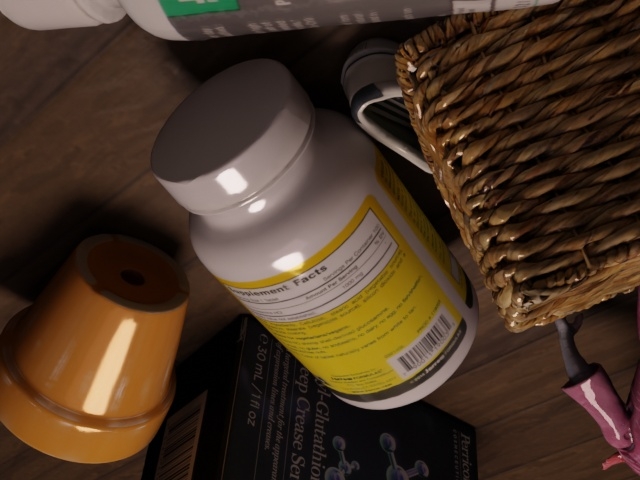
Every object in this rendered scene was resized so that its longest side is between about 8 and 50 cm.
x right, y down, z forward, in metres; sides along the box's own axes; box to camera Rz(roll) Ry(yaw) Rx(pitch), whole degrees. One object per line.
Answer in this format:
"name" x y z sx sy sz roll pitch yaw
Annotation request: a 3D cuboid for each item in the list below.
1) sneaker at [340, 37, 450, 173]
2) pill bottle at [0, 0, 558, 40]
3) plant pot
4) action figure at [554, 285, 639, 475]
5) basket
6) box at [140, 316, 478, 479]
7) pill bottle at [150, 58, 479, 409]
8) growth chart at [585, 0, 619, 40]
"sneaker" 0.132 -0.086 0.796 0.258 0.091 0.094 20 135 -16
"pill bottle" -0.029 -0.236 0.566 0.361 0.204 0.204 -4 137 9
"plant pot" -0.236 0.103 0.974 0.205 0.205 0.188 21 120 -17
"action figure" 0.391 0.147 0.914 0.248 0.275 0.370 2 124 -6
"basket" 0.239 -0.086 0.701 0.299 0.223 0.213 -25 164 6
"box" -0.008 0.332 1.113 0.395 0.293 0.212 30 132 -25
"pill bottle" 0.000 0.000 0.832 0.188 0.188 0.334 -20 131 24
"growth chart" 0.310 -0.189 0.724 0.237 0.021 0.172 -7 135 12
